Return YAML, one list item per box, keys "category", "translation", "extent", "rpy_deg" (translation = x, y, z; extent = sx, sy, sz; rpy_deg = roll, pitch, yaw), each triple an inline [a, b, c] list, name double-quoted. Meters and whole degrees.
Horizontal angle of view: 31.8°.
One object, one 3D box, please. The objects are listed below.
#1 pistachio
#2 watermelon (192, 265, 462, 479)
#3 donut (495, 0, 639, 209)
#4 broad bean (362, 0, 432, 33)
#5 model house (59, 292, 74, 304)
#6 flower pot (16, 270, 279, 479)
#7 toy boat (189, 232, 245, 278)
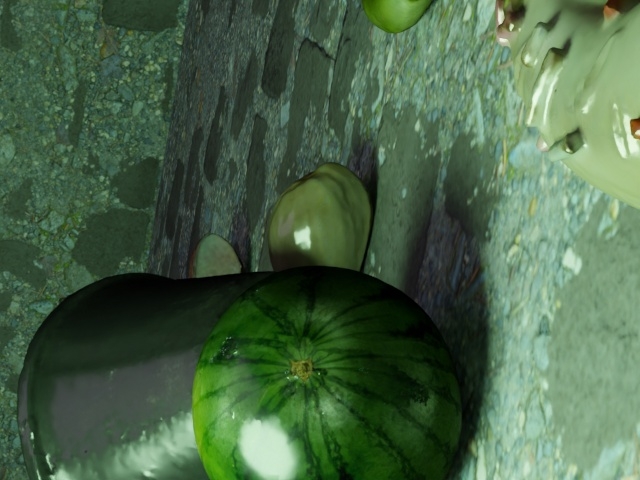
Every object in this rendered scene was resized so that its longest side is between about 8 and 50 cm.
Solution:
- category: "pistachio"
  translation: [0.000, 0.000, 1.304]
  extent: [0.124, 0.124, 0.185]
  rpy_deg: [-123, 27, -67]
- category: "watermelon"
  translation: [0.006, 0.142, 0.966]
  extent: [0.242, 0.242, 0.243]
  rpy_deg: [-172, 90, -75]
- category: "donut"
  translation: [0.209, -0.186, 0.563]
  extent: [0.382, 0.142, 0.383]
  rpy_deg: [-172, 90, -74]
- category: "broad bean"
  translation: [0.091, -0.287, 1.179]
  extent: [0.174, 0.082, 0.125]
  rpy_deg: [107, 166, -66]
- category: "model house"
  translation: [-0.319, 0.287, 1.947]
  extent: [0.283, 0.317, 0.297]
  rpy_deg: [109, 165, -48]
- category: "flower pot"
  translation: [-0.112, 0.167, 1.231]
  extent: [0.251, 0.379, 0.380]
  rpy_deg: [-29, 50, 41]
- category: "toy boat"
  translation: [-0.181, 0.107, 1.985]
  extent: [0.282, 0.096, 0.206]
  rpy_deg: [116, 143, -72]
